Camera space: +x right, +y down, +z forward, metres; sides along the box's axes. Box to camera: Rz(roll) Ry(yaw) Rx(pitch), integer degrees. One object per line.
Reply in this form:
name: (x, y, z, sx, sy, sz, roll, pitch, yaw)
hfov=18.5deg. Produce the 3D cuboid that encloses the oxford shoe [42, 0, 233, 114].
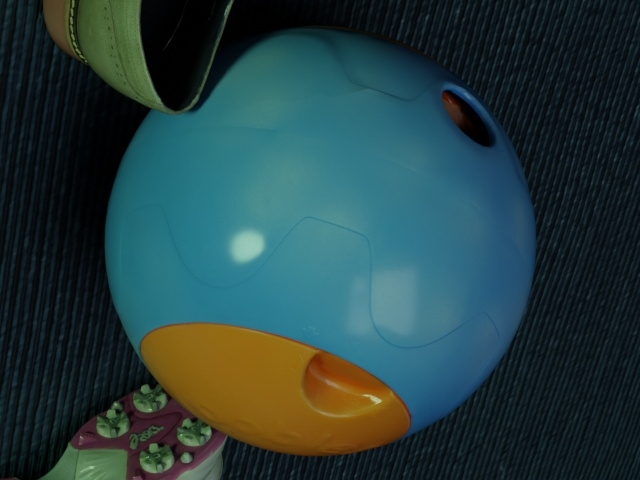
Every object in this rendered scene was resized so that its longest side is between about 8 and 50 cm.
oxford shoe: (-0.068, -0.241, 1.180, 0.123, 0.130, 0.348, -11, 128, -36)

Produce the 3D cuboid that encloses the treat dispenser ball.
treat dispenser ball: (0.000, 0.000, 1.316, 0.288, 0.288, 0.288, -24, 135, -26)

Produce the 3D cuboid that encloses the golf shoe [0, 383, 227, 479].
golf shoe: (-0.196, 0.231, 1.471, 0.306, 0.115, 0.140, -27, 140, -21)
